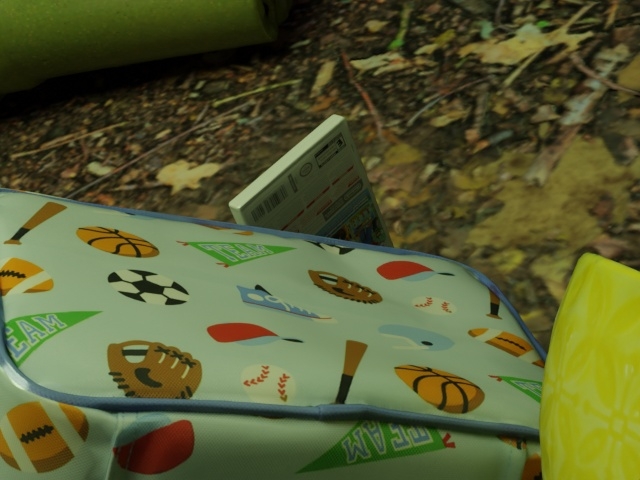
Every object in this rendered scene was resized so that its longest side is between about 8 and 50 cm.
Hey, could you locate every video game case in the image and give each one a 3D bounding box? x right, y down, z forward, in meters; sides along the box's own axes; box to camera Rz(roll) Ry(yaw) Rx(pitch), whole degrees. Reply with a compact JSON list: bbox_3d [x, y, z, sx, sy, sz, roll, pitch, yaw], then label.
[{"bbox_3d":[0.000,0.000,0.892,0.087,0.122,0.011,-42,41,-24],"label":"video game case"}]

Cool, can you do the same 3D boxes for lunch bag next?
[{"bbox_3d":[-0.027,0.069,0.721,0.303,0.115,0.243,11,19,-21],"label":"lunch bag"}]

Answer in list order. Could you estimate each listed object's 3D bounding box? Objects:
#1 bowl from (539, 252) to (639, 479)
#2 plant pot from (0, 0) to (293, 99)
[{"bbox_3d":[0.191,0.136,0.554,0.289,0.289,0.156,29,93,47],"label":"bowl"},{"bbox_3d":[-0.157,-0.239,1.191,0.254,0.276,0.276,0,41,10],"label":"plant pot"}]
